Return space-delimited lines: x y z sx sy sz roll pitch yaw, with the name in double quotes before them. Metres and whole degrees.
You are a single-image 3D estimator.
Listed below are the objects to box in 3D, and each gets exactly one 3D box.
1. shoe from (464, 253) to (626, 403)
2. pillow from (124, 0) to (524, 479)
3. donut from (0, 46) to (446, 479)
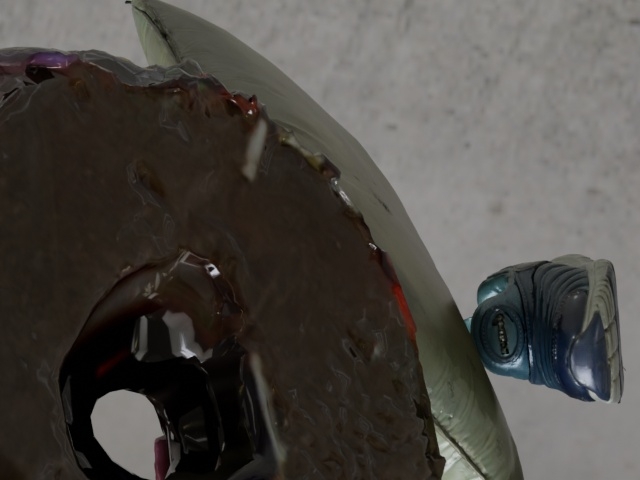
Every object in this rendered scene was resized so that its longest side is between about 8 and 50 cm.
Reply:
"shoe" 0.104 0.041 0.918 0.071 0.063 0.143 -9 -171 -4
"pillow" 0.000 0.000 0.924 0.075 0.302 0.185 -41 124 9
"donut" -0.070 0.065 0.639 0.103 0.269 0.270 -22 136 40
